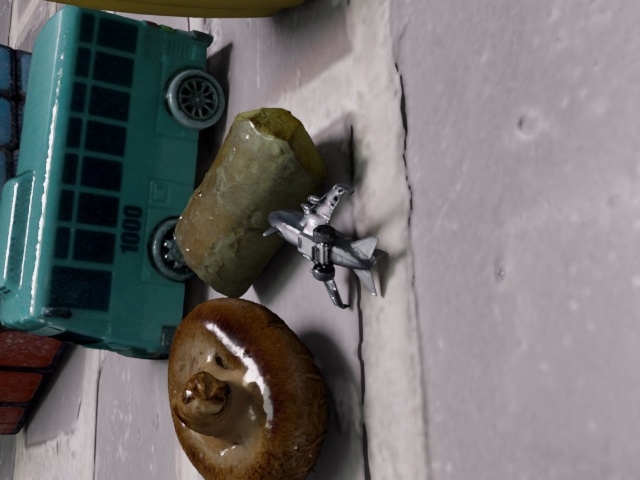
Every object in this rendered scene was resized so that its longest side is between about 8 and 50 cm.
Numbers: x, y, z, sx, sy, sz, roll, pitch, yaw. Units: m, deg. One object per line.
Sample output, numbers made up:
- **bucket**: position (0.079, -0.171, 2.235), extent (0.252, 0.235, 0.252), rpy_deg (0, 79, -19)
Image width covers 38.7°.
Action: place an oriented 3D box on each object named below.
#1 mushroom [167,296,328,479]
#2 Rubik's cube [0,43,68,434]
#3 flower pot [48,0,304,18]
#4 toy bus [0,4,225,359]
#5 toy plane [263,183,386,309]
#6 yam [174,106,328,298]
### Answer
- **mushroom**: position (-0.045, 0.091, 0.531), extent (0.126, 0.085, 0.109), rpy_deg (57, 160, 30)
- **Rubik's cube**: position (-0.461, -0.010, 0.998), extent (0.344, 0.344, 0.337), rpy_deg (-49, 44, 40)
- **flower pot**: position (-0.085, -0.232, 0.590), extent (0.195, 0.179, 0.195), rpy_deg (-23, 63, 57)
- **toy bus**: position (-0.170, -0.040, 0.715), extent (0.128, 0.147, 0.256), rpy_deg (-11, 71, 60)
- **toy plane**: position (0.000, 0.000, 0.509), extent (0.083, 0.031, 0.078), rpy_deg (23, 127, 33)
- **yam**: position (-0.043, -0.026, 0.577), extent (0.146, 0.070, 0.069), rpy_deg (-54, 40, 37)
